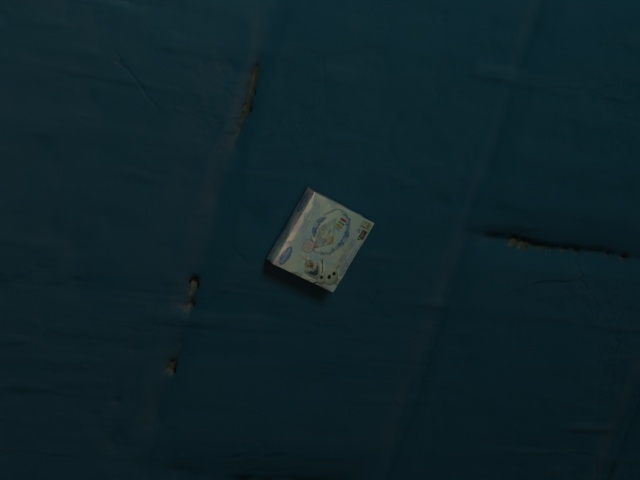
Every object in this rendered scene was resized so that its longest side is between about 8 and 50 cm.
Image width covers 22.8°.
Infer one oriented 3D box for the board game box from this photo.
[{"bbox_3d":[0.000,0.000,1.714,0.090,0.020,0.090,27,97,-36],"label":"board game box"}]
